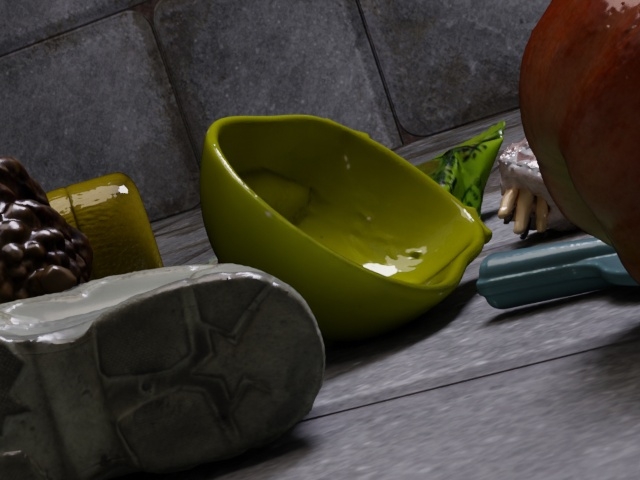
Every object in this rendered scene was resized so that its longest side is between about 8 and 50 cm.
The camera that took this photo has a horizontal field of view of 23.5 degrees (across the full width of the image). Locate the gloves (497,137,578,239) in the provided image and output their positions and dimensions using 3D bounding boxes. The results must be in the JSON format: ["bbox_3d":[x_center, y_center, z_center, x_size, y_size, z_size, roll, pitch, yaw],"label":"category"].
[{"bbox_3d":[0.222,-0.056,1.371,0.110,0.094,0.144,1,8,38],"label":"gloves"}]

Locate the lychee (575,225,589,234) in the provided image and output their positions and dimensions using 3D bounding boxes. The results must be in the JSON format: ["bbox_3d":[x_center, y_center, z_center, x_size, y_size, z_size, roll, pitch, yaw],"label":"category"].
[{"bbox_3d":[0.231,-0.042,1.186,0.101,0.140,0.114,-20,-34,35],"label":"lychee"}]

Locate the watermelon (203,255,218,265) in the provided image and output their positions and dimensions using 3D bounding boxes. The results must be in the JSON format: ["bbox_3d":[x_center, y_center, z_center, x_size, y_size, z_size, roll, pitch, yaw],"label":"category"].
[{"bbox_3d":[-0.078,0.044,1.487,0.187,0.071,0.139,-15,11,27],"label":"watermelon"}]

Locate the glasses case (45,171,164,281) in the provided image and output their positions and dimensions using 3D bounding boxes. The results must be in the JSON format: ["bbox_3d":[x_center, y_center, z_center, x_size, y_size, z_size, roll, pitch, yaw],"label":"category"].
[{"bbox_3d":[-0.226,0.034,1.486,0.141,0.173,0.371,-19,3,-7],"label":"glasses case"}]

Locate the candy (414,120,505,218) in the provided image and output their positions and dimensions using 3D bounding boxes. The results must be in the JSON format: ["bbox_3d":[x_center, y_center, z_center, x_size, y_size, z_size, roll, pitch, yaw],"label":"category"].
[{"bbox_3d":[0.121,-0.040,1.600,0.149,0.069,0.246,-22,24,30],"label":"candy"}]

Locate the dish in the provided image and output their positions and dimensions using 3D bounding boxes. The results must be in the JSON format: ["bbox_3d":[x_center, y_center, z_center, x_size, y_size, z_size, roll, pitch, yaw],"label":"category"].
[{"bbox_3d":[0.006,0.002,1.196,0.108,0.221,0.262,-59,-16,23],"label":"dish"}]

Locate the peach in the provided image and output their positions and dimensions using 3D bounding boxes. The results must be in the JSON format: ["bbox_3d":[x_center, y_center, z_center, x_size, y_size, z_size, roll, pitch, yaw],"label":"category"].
[{"bbox_3d":[0.247,-0.083,0.849,0.256,0.232,0.232,-36,5,3],"label":"peach"}]

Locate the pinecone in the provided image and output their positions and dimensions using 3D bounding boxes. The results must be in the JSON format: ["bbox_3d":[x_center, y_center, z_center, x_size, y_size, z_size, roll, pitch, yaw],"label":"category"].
[{"bbox_3d":[-0.293,0.064,1.181,0.309,0.244,0.244,-28,0,29],"label":"pinecone"}]

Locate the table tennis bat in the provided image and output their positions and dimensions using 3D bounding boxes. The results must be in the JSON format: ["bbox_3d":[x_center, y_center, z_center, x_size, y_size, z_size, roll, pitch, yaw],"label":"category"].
[{"bbox_3d":[0.220,0.010,1.016,0.244,0.040,0.153,-11,9,27],"label":"table tennis bat"}]

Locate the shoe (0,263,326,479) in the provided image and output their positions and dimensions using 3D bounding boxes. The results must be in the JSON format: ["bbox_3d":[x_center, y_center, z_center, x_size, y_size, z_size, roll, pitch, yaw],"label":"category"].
[{"bbox_3d":[-0.156,0.094,0.977,0.342,0.132,0.210,-14,2,6],"label":"shoe"}]
